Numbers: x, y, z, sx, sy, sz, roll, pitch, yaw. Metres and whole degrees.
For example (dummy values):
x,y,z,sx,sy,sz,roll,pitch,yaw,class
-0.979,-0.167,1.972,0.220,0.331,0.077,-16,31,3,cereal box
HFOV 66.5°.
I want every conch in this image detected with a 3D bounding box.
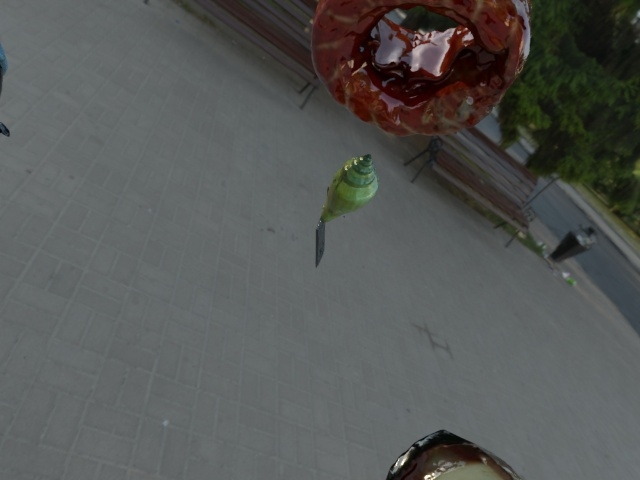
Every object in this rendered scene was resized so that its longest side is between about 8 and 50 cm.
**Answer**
x,y,z,sx,sy,sz,roll,pitch,yaw,class
0.055,-0.100,0.907,0.079,0.200,0.095,31,68,-15,conch

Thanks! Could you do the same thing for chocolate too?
x,y,z,sx,sy,sz,roll,pitch,yaw,class
0.236,0.440,0.702,0.283,0.186,0.284,5,75,-19,chocolate

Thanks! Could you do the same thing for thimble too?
x,y,z,sx,sy,sz,roll,pitch,yaw,class
0.162,-0.358,0.811,0.350,0.350,0.231,27,61,-26,thimble

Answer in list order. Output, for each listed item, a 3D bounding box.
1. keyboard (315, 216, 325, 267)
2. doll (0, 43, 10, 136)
x,y,z,sx,sy,sz,roll,pitch,yaw,class
0.000,0.000,1.333,0.011,0.202,0.067,17,60,10,keyboard
-0.619,-0.255,0.818,0.177,0.141,0.315,-10,83,-12,doll
